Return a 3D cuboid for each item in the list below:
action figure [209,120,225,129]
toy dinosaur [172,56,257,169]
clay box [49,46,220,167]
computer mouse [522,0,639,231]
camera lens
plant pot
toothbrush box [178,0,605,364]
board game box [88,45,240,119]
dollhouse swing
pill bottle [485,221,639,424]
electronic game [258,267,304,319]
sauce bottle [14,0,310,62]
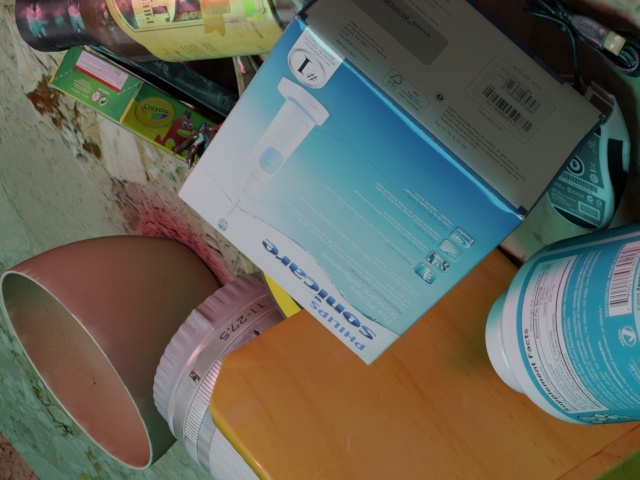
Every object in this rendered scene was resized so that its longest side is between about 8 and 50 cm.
[{"bbox_3d":[0.015,-0.096,1.578,0.091,0.139,0.280,61,157,-15],"label":"action figure"},{"bbox_3d":[-0.070,-0.078,1.744,0.118,0.064,0.268,-35,69,35],"label":"toy dinosaur"},{"bbox_3d":[-0.152,-0.117,1.851,0.127,0.053,0.222,30,-179,42],"label":"clay box"},{"bbox_3d":[0.199,-0.093,1.364,0.106,0.042,0.193,29,141,35],"label":"computer mouse"},{"bbox_3d":[-0.011,0.187,1.888,0.274,0.219,0.219,39,152,29],"label":"camera lens"},{"bbox_3d":[-0.219,0.104,2.185,0.284,0.191,0.284,41,153,27],"label":"plant pot"},{"bbox_3d":[0.044,-0.062,1.407,0.216,0.126,0.295,41,147,1],"label":"toothbrush box"},{"bbox_3d":[-0.163,-0.170,1.802,0.186,0.026,0.126,28,179,-43],"label":"board game box"},{"bbox_3d":[0.120,0.224,1.567,0.305,0.347,0.315,36,152,53],"label":"dollhouse swing"},{"bbox_3d":[0.233,0.060,1.353,0.146,0.146,0.264,58,151,-10],"label":"pill bottle"},{"bbox_3d":[0.000,0.000,1.758,0.229,0.048,0.229,28,126,49],"label":"electronic game"},{"bbox_3d":[-0.120,-0.205,1.571,0.344,0.111,0.111,-3,123,36],"label":"sauce bottle"}]
